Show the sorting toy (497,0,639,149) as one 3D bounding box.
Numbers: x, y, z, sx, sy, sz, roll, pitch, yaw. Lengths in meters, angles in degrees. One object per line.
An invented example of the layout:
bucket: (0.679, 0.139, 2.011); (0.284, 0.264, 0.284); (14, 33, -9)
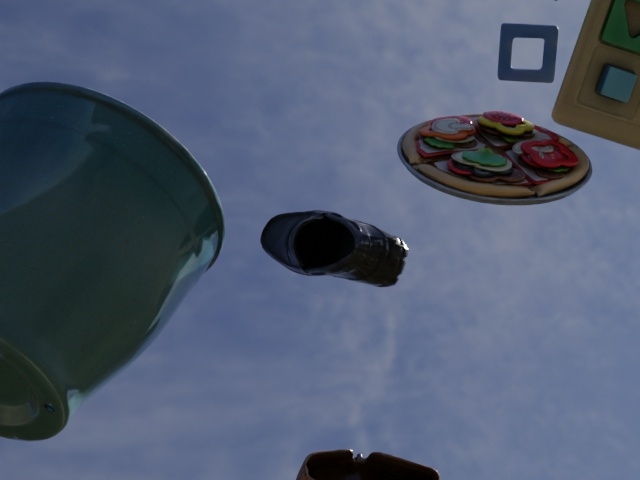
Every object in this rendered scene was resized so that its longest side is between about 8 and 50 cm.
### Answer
sorting toy: (0.363, -0.187, 1.424); (0.348, 0.047, 0.196); (18, -73, 1)

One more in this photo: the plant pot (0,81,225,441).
plant pot: (-0.265, 0.035, 1.254); (0.255, 0.272, 0.271); (-63, -38, -38)

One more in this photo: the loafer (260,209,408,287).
loafer: (0.000, 0.000, 1.407); (0.078, 0.223, 0.076); (23, -96, -36)

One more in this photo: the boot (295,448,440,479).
boot: (0.056, 0.203, 0.876); (0.197, 0.073, 0.152); (3, -54, -21)

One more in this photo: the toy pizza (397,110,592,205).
toy pizza: (0.179, -0.094, 1.373); (0.201, 0.201, 0.032); (-10, -58, -25)
